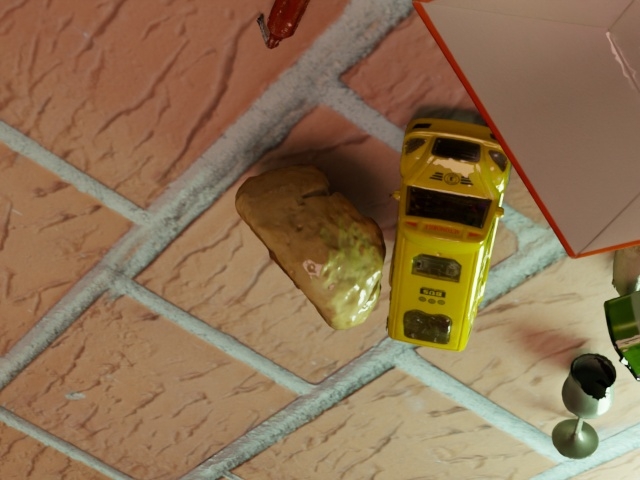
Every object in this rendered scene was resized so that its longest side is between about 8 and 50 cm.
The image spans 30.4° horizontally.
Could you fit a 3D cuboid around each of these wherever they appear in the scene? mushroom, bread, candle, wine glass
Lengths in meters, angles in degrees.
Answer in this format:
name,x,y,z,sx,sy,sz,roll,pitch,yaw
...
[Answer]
name,x,y,z,sx,sy,sz,roll,pitch,yaw
mushroom,0.426,0.022,1.556,0.071,0.084,0.209,49,160,31
bread,0.000,0.000,1.567,0.134,0.244,0.244,-42,123,-2
candle,-0.039,-0.278,1.377,0.048,0.053,0.162,27,141,-5
wine glass,0.406,0.255,1.813,0.079,0.079,0.195,8,140,9

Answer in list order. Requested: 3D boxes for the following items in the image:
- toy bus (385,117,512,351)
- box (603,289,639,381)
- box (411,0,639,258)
name,x,y,z,sx,sy,sz,roll,pitch,yaw
toy bus,0.160,-0.004,1.544,0.144,0.152,0.330,11,140,8
box,0.547,0.079,1.514,0.346,0.097,0.134,-21,136,23
box,0.330,-0.212,1.145,0.319,0.256,0.348,-17,123,36
